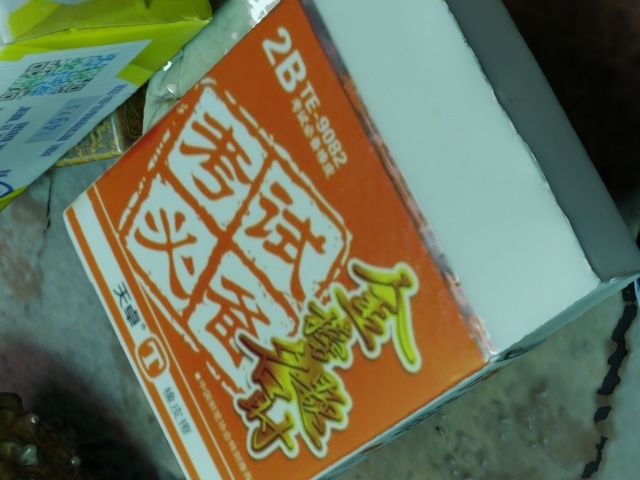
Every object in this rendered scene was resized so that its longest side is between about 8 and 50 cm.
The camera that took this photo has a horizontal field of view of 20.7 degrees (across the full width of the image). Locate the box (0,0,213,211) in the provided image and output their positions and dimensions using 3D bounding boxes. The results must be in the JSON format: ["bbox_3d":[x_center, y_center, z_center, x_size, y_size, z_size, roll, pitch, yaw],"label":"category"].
[{"bbox_3d":[-0.172,-0.112,0.790,0.265,0.097,0.168,-29,79,53],"label":"box"}]

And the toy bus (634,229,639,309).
[{"bbox_3d":[0.174,-0.050,0.547,0.136,0.109,0.329,-122,33,-72],"label":"toy bus"}]

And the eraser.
[{"bbox_3d":[0.000,0.000,0.668,0.230,0.038,0.157,-39,72,40],"label":"eraser"}]

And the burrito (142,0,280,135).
[{"bbox_3d":[-0.026,-0.112,0.744,0.117,0.076,0.392,-139,52,-59],"label":"burrito"}]

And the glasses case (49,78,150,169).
[{"bbox_3d":[-0.121,-0.147,0.842,0.075,0.049,0.218,-7,97,46],"label":"glasses case"}]

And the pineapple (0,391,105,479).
[{"bbox_3d":[-0.095,0.226,0.849,0.364,0.165,0.165,38,122,24],"label":"pineapple"}]
